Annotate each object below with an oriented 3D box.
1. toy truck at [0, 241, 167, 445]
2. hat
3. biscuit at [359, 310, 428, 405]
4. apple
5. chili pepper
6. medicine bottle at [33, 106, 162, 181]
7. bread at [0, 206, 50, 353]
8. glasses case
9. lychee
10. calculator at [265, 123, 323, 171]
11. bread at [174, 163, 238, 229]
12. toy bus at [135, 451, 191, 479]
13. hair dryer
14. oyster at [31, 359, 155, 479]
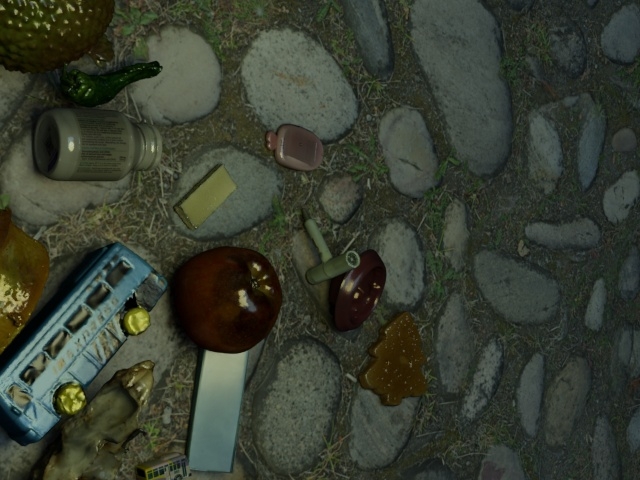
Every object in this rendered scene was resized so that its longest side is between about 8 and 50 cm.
[{"bbox_3d":[-0.451,0.185,1.675,0.162,0.161,0.385,45,61,-17],"label":"toy truck"},{"bbox_3d":[0.075,0.111,2.149,0.205,0.089,0.205,-43,146,-39],"label":"hat"},{"bbox_3d":[0.188,0.292,2.285,0.212,0.041,0.239,16,78,-33],"label":"biscuit"},{"bbox_3d":[-0.178,0.117,1.859,0.230,0.230,0.230,2,87,-40],"label":"apple"},{"bbox_3d":[-0.412,-0.291,1.718,0.065,0.122,0.279,54,28,1],"label":"chili pepper"},{"bbox_3d":[-0.411,-0.178,1.727,0.215,0.135,0.135,-3,91,-41],"label":"medicine bottle"},{"bbox_3d":[-0.546,0.064,1.557,0.160,0.147,0.260,44,40,-30],"label":"bread"},{"bbox_3d":[-0.220,0.347,1.935,0.105,0.056,0.266,9,82,-15],"label":"glasses case"},{"bbox_3d":[-0.489,-0.420,1.594,0.320,0.270,0.270,-54,131,-77],"label":"lychee"},{"bbox_3d":[-0.057,-0.212,2.104,0.166,0.024,0.103,11,81,-40],"label":"calculator"},{"bbox_3d":[-0.239,-0.093,1.941,0.154,0.028,0.068,-49,119,-31],"label":"bread"},{"bbox_3d":[-0.314,0.460,1.842,0.102,0.052,0.058,-13,97,-38],"label":"toy bus"},{"bbox_3d":[0.004,-0.004,2.084,0.044,0.155,0.183,-13,82,-43],"label":"hair dryer"},{"bbox_3d":[-0.402,0.359,1.650,0.133,0.337,0.198,42,16,7],"label":"oyster"}]
